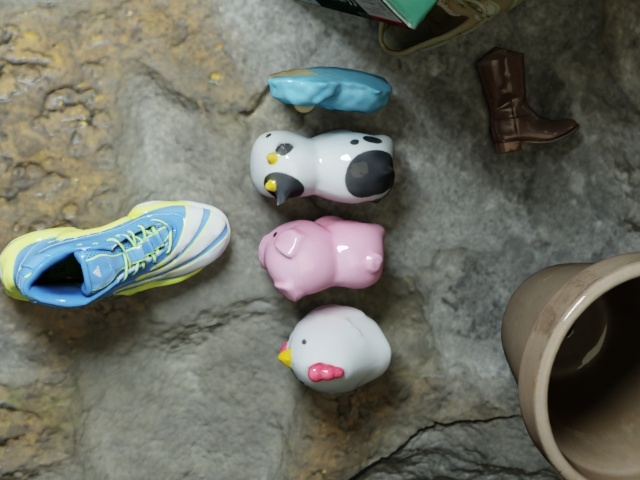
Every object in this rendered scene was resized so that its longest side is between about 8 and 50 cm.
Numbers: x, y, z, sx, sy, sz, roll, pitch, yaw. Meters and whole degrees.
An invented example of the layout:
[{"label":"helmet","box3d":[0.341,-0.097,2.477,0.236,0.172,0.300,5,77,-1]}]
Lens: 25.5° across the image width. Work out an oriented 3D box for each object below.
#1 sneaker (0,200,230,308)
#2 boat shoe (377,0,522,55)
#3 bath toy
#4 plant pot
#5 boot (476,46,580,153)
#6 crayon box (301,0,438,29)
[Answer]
[{"label":"sneaker","box3d":[-0.196,0.025,1.409,0.240,0.126,0.091,-15,107,-13]},{"label":"boat shoe","box3d":[0.124,-0.238,1.361,0.089,0.285,0.105,-35,86,-11]},{"label":"bath toy","box3d":[0.000,0.000,1.465,0.151,0.129,0.348,3,104,17]},{"label":"plant pot","box3d":[0.304,0.122,1.534,0.263,0.229,0.263,-4,105,-17]},{"label":"boot","box3d":[0.227,-0.161,1.547,0.106,0.037,0.114,-16,103,-15]},{"label":"crayon box","box3d":[0.091,-0.355,1.279,0.106,0.363,0.313,41,89,-22]}]
